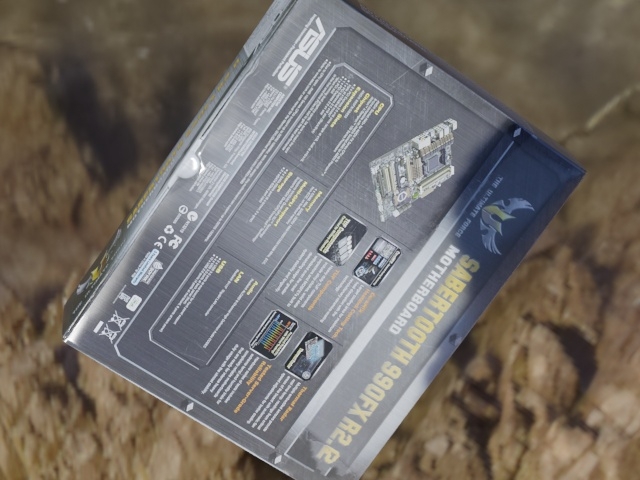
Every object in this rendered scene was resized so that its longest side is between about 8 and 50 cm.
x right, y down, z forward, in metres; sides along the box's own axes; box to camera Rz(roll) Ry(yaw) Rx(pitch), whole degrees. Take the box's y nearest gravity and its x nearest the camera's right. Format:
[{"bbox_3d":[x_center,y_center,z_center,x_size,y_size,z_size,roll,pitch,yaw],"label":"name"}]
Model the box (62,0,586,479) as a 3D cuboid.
[{"bbox_3d":[0.000,0.000,0.856,0.183,0.056,0.231,32,101,-16],"label":"box"}]
